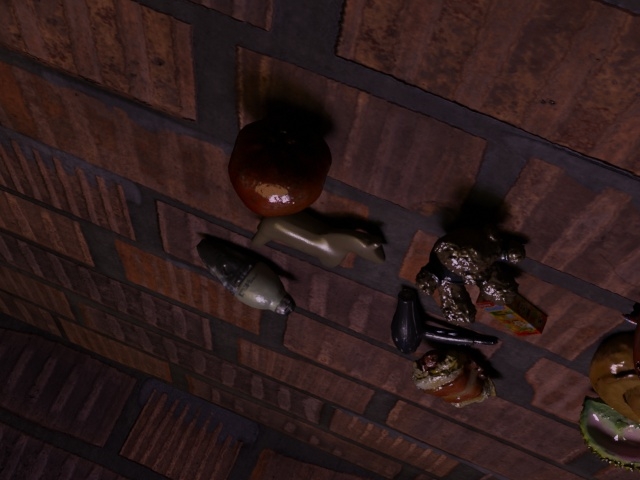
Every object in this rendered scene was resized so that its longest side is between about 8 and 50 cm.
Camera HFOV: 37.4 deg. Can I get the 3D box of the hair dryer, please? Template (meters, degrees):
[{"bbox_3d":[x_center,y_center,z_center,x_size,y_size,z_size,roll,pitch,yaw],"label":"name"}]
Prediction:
[{"bbox_3d":[0.250,0.176,1.903,0.219,0.075,0.195,9,145,10],"label":"hair dryer"}]

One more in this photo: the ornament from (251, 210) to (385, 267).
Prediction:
[{"bbox_3d":[0.000,0.000,1.745,0.230,0.061,0.245,26,160,-8],"label":"ornament"}]

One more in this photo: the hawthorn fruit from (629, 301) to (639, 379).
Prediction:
[{"bbox_3d":[0.569,0.150,1.250,0.316,0.316,0.316,20,156,9],"label":"hawthorn fruit"}]

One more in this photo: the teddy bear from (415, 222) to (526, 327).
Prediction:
[{"bbox_3d":[0.235,0.041,1.541,0.129,0.182,0.251,55,171,27],"label":"teddy bear"}]

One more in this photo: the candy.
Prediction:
[{"bbox_3d":[0.347,0.128,1.710,0.122,0.038,0.062,36,154,-24],"label":"candy"}]

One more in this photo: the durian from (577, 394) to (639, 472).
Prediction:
[{"bbox_3d":[0.622,0.387,1.865,0.220,0.137,0.095,9,174,46],"label":"durian"}]

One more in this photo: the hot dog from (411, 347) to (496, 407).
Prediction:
[{"bbox_3d":[0.291,0.289,2.039,0.146,0.103,0.213,-21,143,31],"label":"hot dog"}]

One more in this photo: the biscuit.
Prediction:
[{"bbox_3d":[0.623,0.270,1.676,0.296,0.102,0.296,23,157,10],"label":"biscuit"}]

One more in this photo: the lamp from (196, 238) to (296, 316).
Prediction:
[{"bbox_3d":[-0.161,0.078,2.028,0.250,0.101,0.101,35,157,6],"label":"lamp"}]

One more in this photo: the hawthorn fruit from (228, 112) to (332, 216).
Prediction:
[{"bbox_3d":[-0.066,-0.107,1.471,0.157,0.157,0.194,24,160,1],"label":"hawthorn fruit"}]

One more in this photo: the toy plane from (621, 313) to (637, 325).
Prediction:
[{"bbox_3d":[0.574,0.138,1.491,0.189,0.061,0.130,22,158,17],"label":"toy plane"}]
